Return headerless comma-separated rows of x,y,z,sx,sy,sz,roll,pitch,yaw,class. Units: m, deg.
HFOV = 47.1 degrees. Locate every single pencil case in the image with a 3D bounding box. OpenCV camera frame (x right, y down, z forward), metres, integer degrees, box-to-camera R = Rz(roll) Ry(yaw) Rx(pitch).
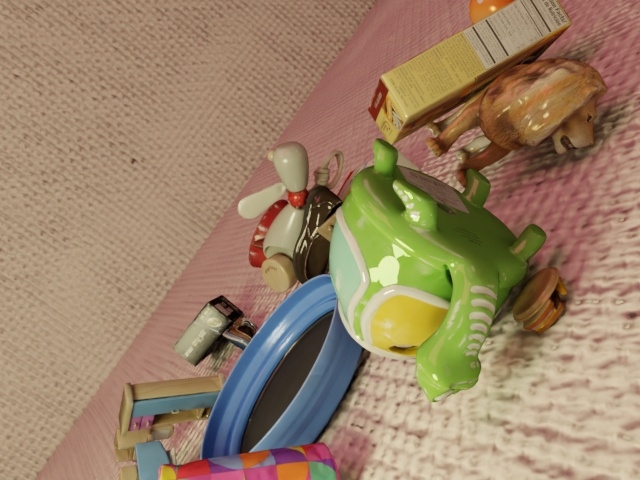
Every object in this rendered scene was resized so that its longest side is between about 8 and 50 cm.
-0.095,0.319,0.931,0.104,0.236,0.104,175,90,-77,pencil case

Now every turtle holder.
0.140,0.045,0.922,0.320,0.243,0.227,46,119,36,turtle holder

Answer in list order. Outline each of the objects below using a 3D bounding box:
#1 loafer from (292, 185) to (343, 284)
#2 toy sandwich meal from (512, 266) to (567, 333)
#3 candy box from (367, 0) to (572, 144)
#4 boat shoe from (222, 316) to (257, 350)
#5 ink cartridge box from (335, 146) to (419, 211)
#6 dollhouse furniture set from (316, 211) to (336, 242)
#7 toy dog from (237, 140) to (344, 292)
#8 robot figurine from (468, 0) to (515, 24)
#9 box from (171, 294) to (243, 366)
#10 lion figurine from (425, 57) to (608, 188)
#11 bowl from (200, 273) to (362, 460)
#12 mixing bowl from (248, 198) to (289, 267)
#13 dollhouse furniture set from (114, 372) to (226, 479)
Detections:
0.000,0.000,1.524,0.078,0.080,0.220,23,113,39,loafer
0.254,0.068,0.843,0.085,0.029,0.085,-54,4,6,toy sandwich meal
0.242,-0.289,1.237,0.316,0.087,0.183,-31,-3,-6,candy box
-0.184,0.212,1.708,0.066,0.066,0.183,-54,15,-12,boat shoe
0.097,-0.095,1.566,0.231,0.078,0.134,-25,31,60,ink cartridge box
0.074,0.015,1.297,0.144,0.123,0.151,-43,18,31,dollhouse furniture set
-0.087,-0.061,1.595,0.220,0.161,0.334,-14,-62,-57,toy dog
0.400,-0.524,1.561,0.158,0.128,0.219,25,74,35,robot figurine
-0.282,0.225,1.857,0.147,0.077,0.180,-51,-2,3,box
0.292,-0.205,1.148,0.240,0.142,0.392,-39,14,17,lion figurine
-0.063,0.239,1.258,0.391,0.077,0.391,-49,16,20,bowl
-0.083,0.003,1.770,0.181,0.098,0.181,-53,-21,-31,mixing bowl
-0.277,0.457,1.433,0.286,0.198,0.303,113,147,-45,dollhouse furniture set
